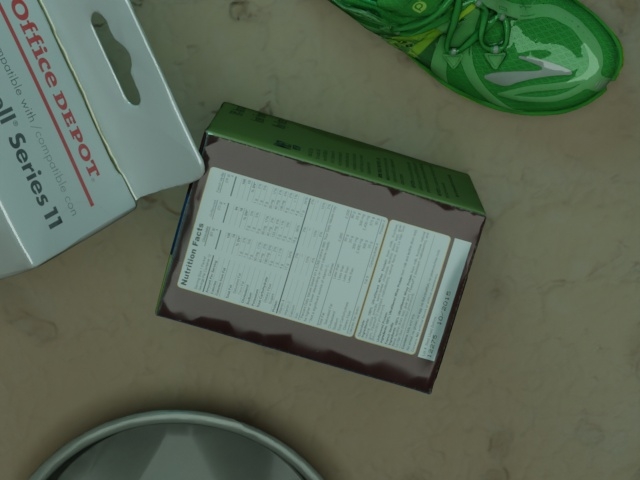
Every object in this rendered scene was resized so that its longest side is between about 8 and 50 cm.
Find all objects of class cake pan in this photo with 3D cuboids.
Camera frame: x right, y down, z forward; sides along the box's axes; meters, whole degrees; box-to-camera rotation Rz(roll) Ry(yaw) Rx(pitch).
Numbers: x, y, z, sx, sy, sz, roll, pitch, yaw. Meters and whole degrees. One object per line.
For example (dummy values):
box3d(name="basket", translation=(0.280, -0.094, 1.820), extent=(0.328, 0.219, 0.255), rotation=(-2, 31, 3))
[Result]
box3d(name="cake pan", translation=(-0.111, 0.270, 1.513), extent=(0.293, 0.054, 0.293), rotation=(0, 101, 1))

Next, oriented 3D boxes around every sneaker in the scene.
box3d(name="sneaker", translation=(0.083, -0.174, 1.388), extent=(0.295, 0.123, 0.109), rotation=(27, 100, -5))

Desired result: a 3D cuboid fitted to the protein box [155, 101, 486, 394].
box3d(name="protein box", translation=(0.000, 0.000, 1.384), extent=(0.201, 0.200, 0.136), rotation=(17, 100, -2))

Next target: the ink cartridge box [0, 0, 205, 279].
box3d(name="ink cartridge box", translation=(-0.269, -0.072, 1.324), extent=(0.353, 0.119, 0.207), rotation=(-16, 103, 41))
